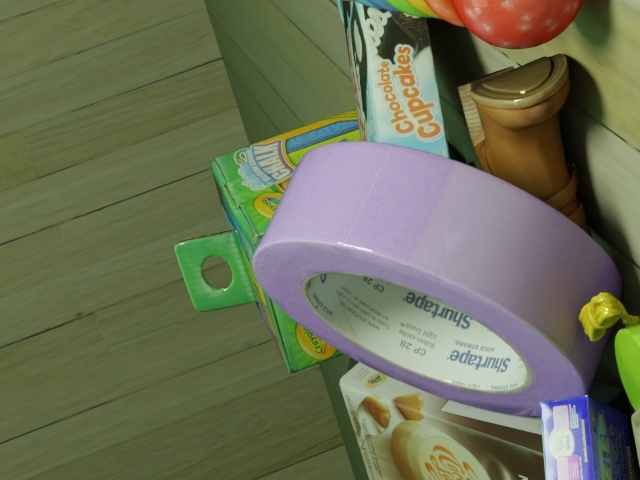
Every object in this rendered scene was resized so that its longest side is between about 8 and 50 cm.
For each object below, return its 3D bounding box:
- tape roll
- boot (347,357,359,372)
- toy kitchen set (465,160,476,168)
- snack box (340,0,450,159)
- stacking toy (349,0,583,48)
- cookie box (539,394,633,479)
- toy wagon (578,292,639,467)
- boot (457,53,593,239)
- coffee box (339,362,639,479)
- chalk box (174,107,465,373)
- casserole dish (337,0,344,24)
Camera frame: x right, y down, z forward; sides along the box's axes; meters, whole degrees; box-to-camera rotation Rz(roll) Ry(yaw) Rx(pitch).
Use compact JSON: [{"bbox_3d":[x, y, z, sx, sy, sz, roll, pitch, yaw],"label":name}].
[{"bbox_3d":[0.089,0.035,1.162,0.275,0.090,0.275,23,160,9],"label":"tape roll"},{"bbox_3d":[0.168,0.148,1.514,0.178,0.236,0.085,17,-100,-52],"label":"boot"},{"bbox_3d":[0.119,-0.029,1.337,0.083,0.075,0.068,-27,83,47],"label":"toy kitchen set"},{"bbox_3d":[0.063,-0.139,1.333,0.187,0.060,0.322,89,174,-68],"label":"snack box"},{"bbox_3d":[0.080,-0.212,1.074,0.330,0.141,0.141,-135,25,-62],"label":"stacking toy"},{"bbox_3d":[0.201,0.169,1.122,0.107,0.040,0.092,29,-125,-59],"label":"cookie box"},{"bbox_3d":[0.269,0.184,0.987,0.267,0.068,0.344,95,155,-72],"label":"toy wagon"},{"bbox_3d":[0.165,-0.054,1.112,0.197,0.073,0.152,-121,9,-84],"label":"boot"},{"bbox_3d":[0.148,0.179,1.315,0.246,0.098,0.141,13,131,45],"label":"coffee box"},{"bbox_3d":[0.000,0.000,1.553,0.179,0.289,0.180,-122,13,-56],"label":"chalk box"},{"bbox_3d":[0.062,-0.206,1.533,0.114,0.037,0.188,81,167,-57],"label":"casserole dish"}]
